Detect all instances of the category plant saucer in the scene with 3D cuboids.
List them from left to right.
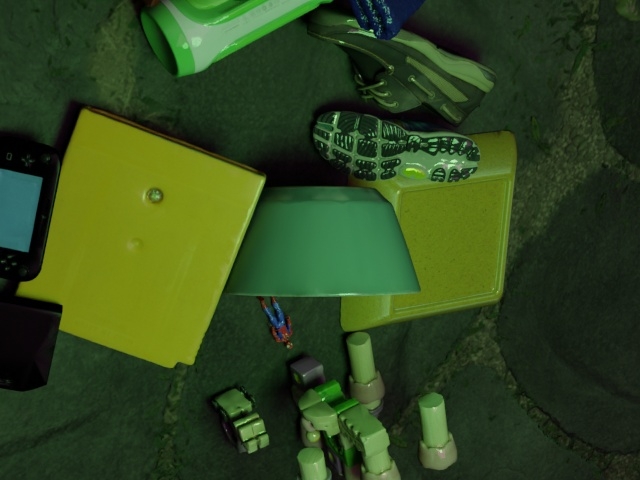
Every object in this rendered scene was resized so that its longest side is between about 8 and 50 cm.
[{"bbox_3d":[0.202,-0.004,2.225,0.333,0.081,0.332,-9,115,-27],"label":"plant saucer"}]

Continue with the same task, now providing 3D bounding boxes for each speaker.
[{"bbox_3d":[-0.104,-0.348,1.872,0.296,0.131,0.131,-31,122,-16],"label":"speaker"}]

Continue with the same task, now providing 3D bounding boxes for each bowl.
[{"bbox_3d":[0.000,0.000,2.003,0.311,0.311,0.163,1,90,-30],"label":"bowl"}]

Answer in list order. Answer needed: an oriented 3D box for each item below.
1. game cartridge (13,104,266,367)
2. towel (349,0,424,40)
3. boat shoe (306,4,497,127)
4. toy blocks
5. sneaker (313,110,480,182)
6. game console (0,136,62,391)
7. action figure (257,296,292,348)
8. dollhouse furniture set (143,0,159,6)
[{"bbox_3d":[-0.267,0.002,1.908,0.285,0.052,0.323,21,101,-9],"label":"game cartridge"},{"bbox_3d":[0.107,-0.460,1.906,0.308,0.076,0.227,-56,128,-39],"label":"towel"},{"bbox_3d":[0.124,-0.262,2.040,0.355,0.132,0.130,17,101,-33],"label":"boat shoe"},{"bbox_3d":[0.032,0.360,2.158,0.309,0.288,0.260,-23,124,-21],"label":"toy blocks"},{"bbox_3d":[0.118,-0.153,2.096,0.275,0.110,0.107,10,112,-12],"label":"sneaker"},{"bbox_3d":[-0.461,0.031,1.843,0.213,0.044,0.361,11,100,-14],"label":"game console"},{"bbox_3d":[-0.069,0.134,2.158,0.038,0.030,0.115,-35,126,-19],"label":"action figure"},{"bbox_3d":[-0.154,-0.446,1.637,0.201,0.374,0.152,-35,94,-15],"label":"dollhouse furniture set"}]
